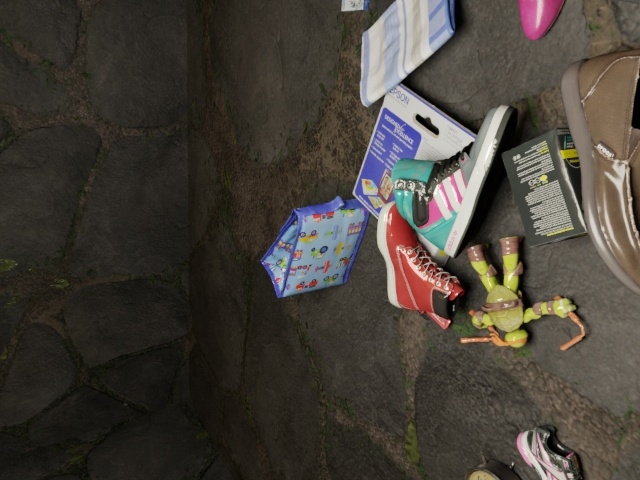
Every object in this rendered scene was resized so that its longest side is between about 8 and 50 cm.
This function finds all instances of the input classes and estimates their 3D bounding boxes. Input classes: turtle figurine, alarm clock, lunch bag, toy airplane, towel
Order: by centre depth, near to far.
[{"bbox_3d":[0.336,0.111,0.938,0.269,0.087,0.217,-24,78,57],"label":"turtle figurine"},{"bbox_3d":[0.361,0.540,1.034,0.129,0.064,0.192,33,122,50],"label":"alarm clock"},{"bbox_3d":[0.171,-0.431,1.047,0.285,0.034,0.209,-27,54,56],"label":"towel"},{"bbox_3d":[0.254,0.119,1.126,0.151,0.028,0.151,21,116,52],"label":"toy airplane"},{"bbox_3d":[0.000,0.000,1.313,0.138,0.221,0.293,60,143,29],"label":"lunch bag"}]

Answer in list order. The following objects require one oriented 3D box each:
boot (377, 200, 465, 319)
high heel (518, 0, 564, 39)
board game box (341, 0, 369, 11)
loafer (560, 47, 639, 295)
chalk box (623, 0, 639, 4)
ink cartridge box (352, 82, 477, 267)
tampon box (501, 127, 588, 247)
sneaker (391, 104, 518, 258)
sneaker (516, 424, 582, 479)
[{"bbox_3d":[0.210,0.038,1.013,0.176,0.088,0.244,10,118,51],"label":"boot"},{"bbox_3d":[0.327,-0.445,0.778,0.082,0.117,0.244,32,124,50],"label":"high heel"},{"bbox_3d":[0.086,-0.604,1.210,0.090,0.020,0.090,30,123,50],"label":"board game box"},{"bbox_3d":[0.437,-0.098,0.679,0.130,0.134,0.366,-24,77,57],"label":"loafer"},{"bbox_3d":[0.403,-0.370,0.587,0.132,0.213,0.132,9,106,56],"label":"chalk box"},{"bbox_3d":[0.212,-0.149,1.091,0.303,0.072,0.307,52,136,39],"label":"ink cartridge box"},{"bbox_3d":[0.382,-0.083,0.783,0.101,0.120,0.161,-26,77,58],"label":"tampon box"},{"bbox_3d":[0.224,-0.126,0.906,0.178,0.124,0.295,31,129,23],"label":"sneaker"},{"bbox_3d":[0.431,0.413,0.889,0.178,0.072,0.077,55,130,26],"label":"sneaker"}]
